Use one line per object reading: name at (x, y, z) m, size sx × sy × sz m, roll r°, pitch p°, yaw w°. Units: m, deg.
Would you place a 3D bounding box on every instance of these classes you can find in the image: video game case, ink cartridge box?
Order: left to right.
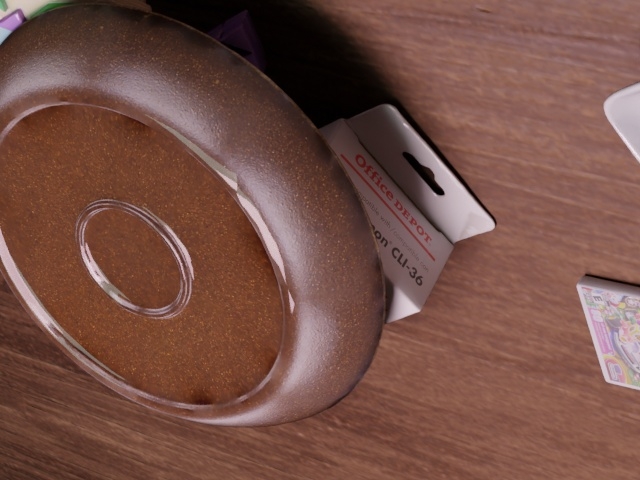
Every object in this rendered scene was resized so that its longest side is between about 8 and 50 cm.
ink cartridge box at (0.000, 0.000, 1.197) m, size 0.115 × 0.067 × 0.198 m, roll 46°, pitch 138°, yaw -19°
video game case at (0.217, 0.065, 1.137) m, size 0.122 × 0.011 × 0.087 m, roll 12°, pitch 139°, yaw 36°

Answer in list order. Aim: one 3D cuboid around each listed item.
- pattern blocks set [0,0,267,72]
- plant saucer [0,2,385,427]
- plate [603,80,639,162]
pattern blocks set at (-0.192, -0.130, 1.201) m, size 0.325 × 0.026 × 0.285 m, roll 12°, pitch 143°, yaw 9°
plant saucer at (-0.106, 0.001, 1.183) m, size 0.311 × 0.050 × 0.310 m, roll 21°, pitch 133°, yaw 24°
plate at (0.314, -0.009, 0.913) m, size 0.278 × 0.045 × 0.277 m, roll 49°, pitch 146°, yaw -16°
